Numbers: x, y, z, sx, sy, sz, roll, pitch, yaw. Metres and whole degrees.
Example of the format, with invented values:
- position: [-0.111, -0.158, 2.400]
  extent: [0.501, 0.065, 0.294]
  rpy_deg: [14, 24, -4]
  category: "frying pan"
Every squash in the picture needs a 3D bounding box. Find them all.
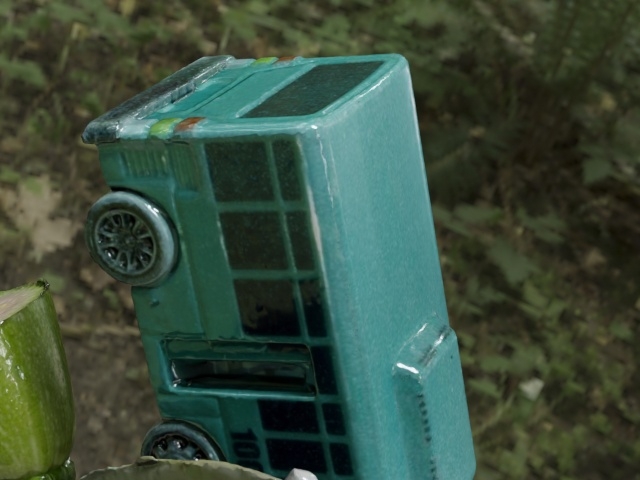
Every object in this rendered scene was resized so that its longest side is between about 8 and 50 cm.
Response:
- position: [-0.161, 0.101, 0.804]
  extent: [0.105, 0.105, 0.132]
  rpy_deg: [-37, 105, -53]
  category: "squash"

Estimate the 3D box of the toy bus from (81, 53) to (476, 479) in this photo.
- position: [-0.010, 0.045, 0.749]
  extent: [0.147, 0.256, 0.128]
  rpy_deg: [0, 22, 28]
  category: "toy bus"

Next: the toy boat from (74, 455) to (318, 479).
- position: [-0.093, 0.234, 0.665]
  extent: [0.276, 0.293, 0.111]
  rpy_deg: [-1, -7, 41]
  category: "toy boat"
